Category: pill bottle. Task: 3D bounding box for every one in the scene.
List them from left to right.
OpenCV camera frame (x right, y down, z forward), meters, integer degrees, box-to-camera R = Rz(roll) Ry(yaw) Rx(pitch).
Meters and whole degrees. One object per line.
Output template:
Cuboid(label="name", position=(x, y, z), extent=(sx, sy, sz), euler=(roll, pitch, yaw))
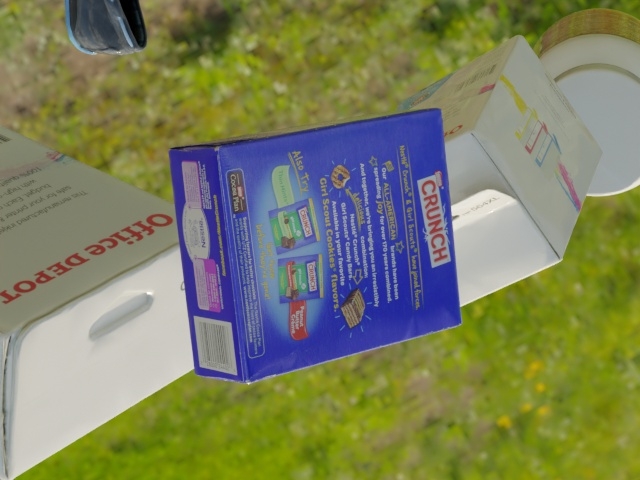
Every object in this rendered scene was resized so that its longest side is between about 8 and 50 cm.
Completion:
Cuboid(label="pill bottle", position=(0.209, -0.103, 1.282), extent=(0.121, 0.121, 0.216), euler=(-34, -173, 17))

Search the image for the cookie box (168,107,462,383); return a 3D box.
Cuboid(label="cookie box", position=(0.000, 0.000, 0.662), extent=(0.107, 0.091, 0.040), euler=(-12, -170, -34))

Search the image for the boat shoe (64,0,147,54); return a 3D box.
Cuboid(label="boat shoe", position=(-0.215, -0.314, 1.757), extent=(0.109, 0.089, 0.258), euler=(-60, 155, -45))

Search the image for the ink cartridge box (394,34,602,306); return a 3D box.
Cuboid(label="ink cartridge box", position=(0.085, -0.032, 0.945), extent=(0.092, 0.090, 0.143), euler=(-28, -162, 33))

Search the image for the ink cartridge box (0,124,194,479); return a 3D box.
Cuboid(label="ink cartridge box", position=(-0.263, 0.022, 1.252), extent=(0.226, 0.306, 0.131), euler=(-30, 137, -47))
